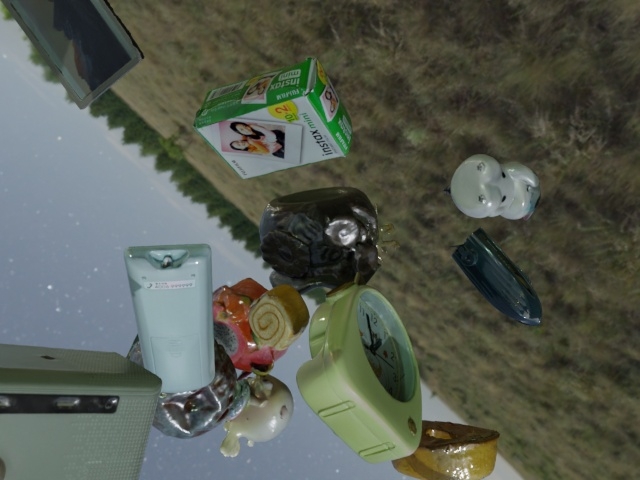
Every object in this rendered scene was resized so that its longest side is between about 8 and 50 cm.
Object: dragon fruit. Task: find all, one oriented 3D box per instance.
[{"bbox_3d":[-0.233,0.266,1.701,0.290,0.291,0.189,42,-138,16],"label":"dragon fruit"}]

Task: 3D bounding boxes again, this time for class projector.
[{"bbox_3d":[-0.302,0.199,0.572,0.163,0.177,0.242,7,172,44],"label":"projector"}]

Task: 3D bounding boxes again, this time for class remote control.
[{"bbox_3d":[-0.195,0.118,0.781,0.051,0.103,0.293,-105,16,-45],"label":"remote control"}]

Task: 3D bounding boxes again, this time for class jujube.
[{"bbox_3d":[-0.317,0.304,1.321,0.226,0.226,0.317,44,171,-28],"label":"jujube"}]

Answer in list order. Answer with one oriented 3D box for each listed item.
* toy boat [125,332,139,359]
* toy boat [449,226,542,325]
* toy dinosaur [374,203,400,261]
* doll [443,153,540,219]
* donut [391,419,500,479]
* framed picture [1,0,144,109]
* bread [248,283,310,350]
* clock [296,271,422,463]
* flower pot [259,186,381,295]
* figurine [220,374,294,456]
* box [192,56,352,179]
[{"bbox_3d":[-0.509,0.332,1.588,0.052,0.210,0.104,38,154,-33],"label":"toy boat"},{"bbox_3d":[0.477,0.104,1.537,0.122,0.114,0.296,-12,-124,-46],"label":"toy boat"},{"bbox_3d":[0.144,-0.011,1.606,0.162,0.126,0.039,55,-151,-15],"label":"toy dinosaur"},{"bbox_3d":[0.320,-0.092,1.039,0.180,0.111,0.107,2,176,-25],"label":"doll"},{"bbox_3d":[0.293,0.511,1.413,0.277,0.109,0.277,1,172,0],"label":"donut"},{"bbox_3d":[-0.504,-0.432,1.186,0.265,0.192,0.018,55,-161,-8],"label":"framed picture"},{"bbox_3d":[-0.090,0.167,1.228,0.122,0.073,0.149,53,136,16],"label":"bread"},{"bbox_3d":[0.087,0.227,1.145,0.286,0.117,0.348,51,-152,-26],"label":"clock"},{"bbox_3d":[0.000,0.000,1.348,0.302,0.301,0.213,-144,44,-70],"label":"flower pot"},{"bbox_3d":[-0.272,0.506,1.769,0.394,0.275,0.226,33,151,-30],"label":"figurine"},{"bbox_3d":[-0.081,-0.214,1.044,0.250,0.103,0.180,-9,145,27],"label":"box"}]
